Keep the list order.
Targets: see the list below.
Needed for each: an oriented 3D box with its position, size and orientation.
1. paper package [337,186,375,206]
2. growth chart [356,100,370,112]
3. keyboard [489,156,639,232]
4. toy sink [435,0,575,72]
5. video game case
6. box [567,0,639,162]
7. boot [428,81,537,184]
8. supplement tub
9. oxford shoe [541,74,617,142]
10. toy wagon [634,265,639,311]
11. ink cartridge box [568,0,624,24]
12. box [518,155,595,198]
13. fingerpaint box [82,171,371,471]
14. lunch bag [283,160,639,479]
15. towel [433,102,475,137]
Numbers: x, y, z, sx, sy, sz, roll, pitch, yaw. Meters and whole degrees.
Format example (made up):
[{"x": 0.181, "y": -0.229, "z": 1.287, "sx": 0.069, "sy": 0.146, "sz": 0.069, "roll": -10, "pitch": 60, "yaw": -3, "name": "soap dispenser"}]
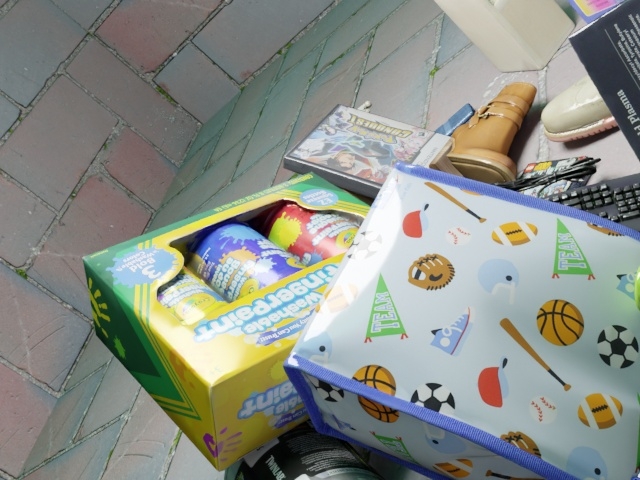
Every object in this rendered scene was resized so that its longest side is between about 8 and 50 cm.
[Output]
[{"x": 0.000, "y": 0.000, "z": 1.717, "sx": 0.309, "sy": 0.168, "sz": 0.325, "roll": -36, "pitch": 26, "yaw": 31, "name": "paper package"}, {"x": 0.069, "y": -0.289, "z": 2.260, "sx": 0.172, "sy": 0.021, "sz": 0.237, "roll": -34, "pitch": 25, "yaw": 37, "name": "growth chart"}, {"x": 0.318, "y": -0.048, "z": 1.184, "sx": 0.317, "sy": 0.033, "sz": 0.201, "roll": -14, "pitch": 34, "yaw": 15, "name": "keyboard"}, {"x": 0.375, "y": -0.471, "z": 1.667, "sx": 0.131, "sy": 0.234, "sz": 0.153, "roll": -53, "pitch": 21, "yaw": -6, "name": "toy sink"}, {"x": 0.102, "y": -0.179, "z": 1.664, "sx": 0.248, "sy": 0.275, "sz": 0.035, "roll": -50, "pitch": -27, "yaw": -44, "name": "video game case"}, {"x": 0.516, "y": -0.274, "z": 0.956, "sx": 0.312, "sy": 0.179, "sz": 0.343, "roll": -31, "pitch": 0, "yaw": 42, "name": "box"}, {"x": 0.330, "y": -0.191, "z": 1.487, "sx": 0.220, "sy": 0.109, "sz": 0.283, "roll": -46, "pitch": 10, "yaw": -4, "name": "boot"}, {"x": -0.003, "y": 0.365, "z": 1.081, "sx": 0.193, "sy": 0.193, "sz": 0.316, "roll": -52, "pitch": 21, "yaw": -6, "name": "supplement tub"}, {"x": 0.494, "y": -0.305, "z": 1.276, "sx": 0.397, "sy": 0.146, "sz": 0.140, "roll": -37, "pitch": 26, "yaw": 30, "name": "oxford shoe"}, {"x": 0.450, "y": 0.036, "z": 0.790, "sx": 0.267, "sy": 0.068, "sz": 0.344, "roll": 2, "pitch": 76, "yaw": 37, "name": "toy wagon"}, {"x": 0.603, "y": -0.506, "z": 1.402, "sx": 0.270, "sy": 0.151, "sz": 0.395, "roll": -13, "pitch": 43, "yaw": 57, "name": "ink cartridge box"}, {"x": 0.370, "y": -0.089, "z": 1.327, "sx": 0.094, "sy": 0.027, "sz": 0.137, "roll": -56, "pitch": 22, "yaw": -17, "name": "box"}, {"x": -0.073, "y": 0.086, "z": 1.247, "sx": 0.445, "sy": 0.163, "sz": 0.371, "roll": -23, "pitch": 39, "yaw": -31, "name": "fingerpaint box"}, {"x": 0.210, "y": 0.125, "z": 0.957, "sx": 0.385, "sy": 0.239, "sz": 0.328, "roll": 15, "pitch": 61, "yaw": 25, "name": "lunch bag"}, {"x": 0.283, "y": -0.239, "z": 1.744, "sx": 0.119, "sy": 0.029, "sz": 0.067, "roll": -41, "pitch": 23, "yaw": 23, "name": "towel"}]
